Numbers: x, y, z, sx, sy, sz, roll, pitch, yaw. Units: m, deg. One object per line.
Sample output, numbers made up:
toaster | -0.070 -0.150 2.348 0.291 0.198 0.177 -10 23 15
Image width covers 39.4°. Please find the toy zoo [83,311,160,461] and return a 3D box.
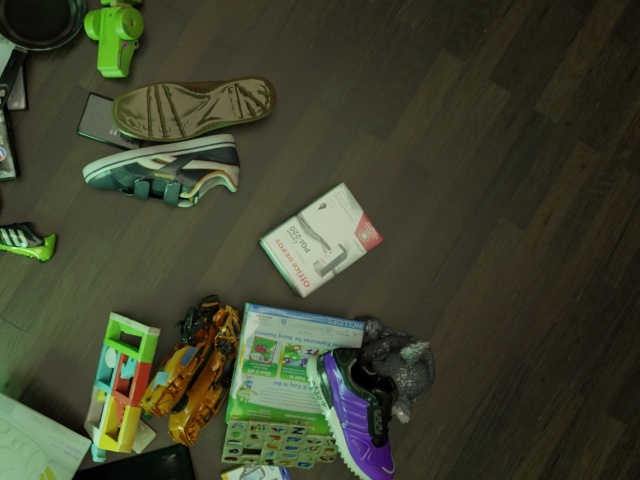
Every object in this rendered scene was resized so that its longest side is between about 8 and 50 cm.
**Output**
toy zoo | -0.409 0.303 1.805 0.030 0.192 0.293 15 86 -35

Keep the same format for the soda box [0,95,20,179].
soda box | -0.661 -0.209 1.833 0.053 0.060 0.169 -9 99 -8

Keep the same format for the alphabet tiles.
alphabet tiles | -0.077 0.420 1.829 0.237 0.198 0.009 6 52 -7

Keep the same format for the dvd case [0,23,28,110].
dvd case | -0.743 -0.356 1.855 0.253 0.022 0.180 -4 90 -7

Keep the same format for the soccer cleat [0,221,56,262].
soccer cleat | -0.638 -0.010 1.848 0.179 0.060 0.072 18 77 -13

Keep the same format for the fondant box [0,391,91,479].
fondant box | -0.634 0.484 1.733 0.238 0.096 0.330 37 67 -27

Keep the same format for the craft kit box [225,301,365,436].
craft kit box | -0.050 0.266 1.819 0.250 0.061 0.247 11 84 -13

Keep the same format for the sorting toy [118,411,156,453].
sorting toy | -0.379 0.401 1.892 0.062 0.012 0.083 43 88 0

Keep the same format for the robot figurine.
robot figurine | -0.234 0.256 1.811 0.291 0.085 0.211 -58 136 -28

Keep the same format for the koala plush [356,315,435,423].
koala plush | 0.163 0.273 1.860 0.203 0.221 0.196 15 87 -7

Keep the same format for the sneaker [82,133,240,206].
sneaker | -0.322 -0.130 1.853 0.321 0.126 0.127 -12 85 -9

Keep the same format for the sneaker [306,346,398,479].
sneaker | 0.095 0.337 1.740 0.146 0.102 0.293 -25 97 27

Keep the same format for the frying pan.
frying pan | -0.580 -0.420 1.842 0.197 0.053 0.326 -4 82 -15

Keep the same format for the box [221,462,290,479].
box | -0.136 0.513 1.915 0.136 0.028 0.081 -19 91 -10

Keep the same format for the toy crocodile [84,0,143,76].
toy crocodile | -0.416 -0.509 1.866 0.115 0.105 0.340 1 89 34

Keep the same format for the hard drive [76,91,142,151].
hard drive | -0.437 -0.249 1.892 0.135 0.022 0.094 18 87 -7

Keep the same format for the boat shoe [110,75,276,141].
boat shoe | -0.265 -0.274 1.873 0.341 0.110 0.122 -7 98 -11

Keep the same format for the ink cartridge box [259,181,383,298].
ink cartridge box | 0.000 0.000 1.910 0.218 0.092 0.158 -36 93 -5

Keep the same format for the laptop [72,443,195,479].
laptop | -0.412 0.698 1.880 0.382 0.236 0.408 -14 62 -8
